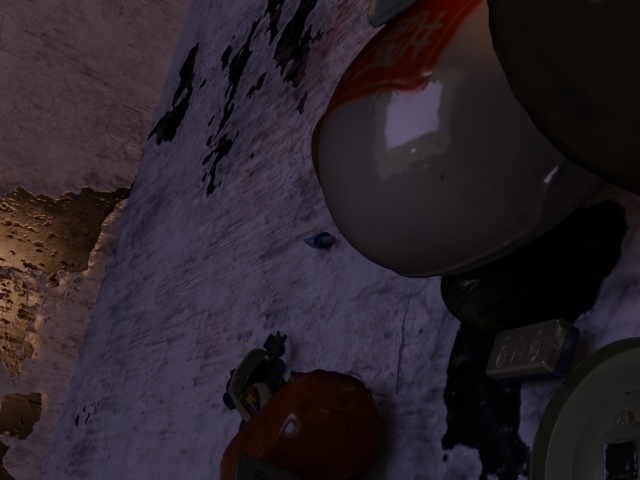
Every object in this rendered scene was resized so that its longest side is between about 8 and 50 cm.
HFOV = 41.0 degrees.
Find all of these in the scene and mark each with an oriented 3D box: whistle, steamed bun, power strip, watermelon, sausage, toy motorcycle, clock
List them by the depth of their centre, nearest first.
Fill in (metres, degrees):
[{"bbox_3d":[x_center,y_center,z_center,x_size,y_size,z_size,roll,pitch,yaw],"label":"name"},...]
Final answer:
[{"bbox_3d":[0.276,0.201,0.767,0.235,0.029,0.235,-45,33,39],"label":"clock"},{"bbox_3d":[0.222,0.120,0.912,0.056,0.032,0.123,-65,12,-21],"label":"power strip"},{"bbox_3d":[0.149,-0.143,0.953,0.374,0.241,0.374,-40,16,14],"label":"steamed bun"},{"bbox_3d":[0.200,0.043,0.971,0.133,0.105,0.105,-40,33,18],"label":"watermelon"},{"bbox_3d":[-0.030,0.286,1.160,0.268,0.141,0.153,-49,22,32],"label":"sausage"},{"bbox_3d":[-0.083,0.245,1.378,0.157,0.091,0.263,-57,28,2],"label":"toy motorcycle"},{"bbox_3d":[0.000,0.000,1.478,0.083,0.033,0.029,-12,66,59],"label":"whistle"}]

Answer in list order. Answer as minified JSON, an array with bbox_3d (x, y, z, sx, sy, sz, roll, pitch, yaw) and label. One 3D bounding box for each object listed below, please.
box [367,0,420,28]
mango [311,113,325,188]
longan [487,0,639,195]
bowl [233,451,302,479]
[{"bbox_3d":[0.217,-0.398,1.230,0.294,0.167,0.193,-22,49,57],"label":"box"},{"bbox_3d":[0.062,-0.112,1.309,0.254,0.139,0.175,-138,42,-70],"label":"mango"},{"bbox_3d":[0.313,-0.207,0.628,0.391,0.391,0.391,-44,33,40],"label":"longan"},{"bbox_3d":[-0.059,0.364,1.011,0.211,0.112,0.211,-170,90,-84],"label":"bowl"}]
